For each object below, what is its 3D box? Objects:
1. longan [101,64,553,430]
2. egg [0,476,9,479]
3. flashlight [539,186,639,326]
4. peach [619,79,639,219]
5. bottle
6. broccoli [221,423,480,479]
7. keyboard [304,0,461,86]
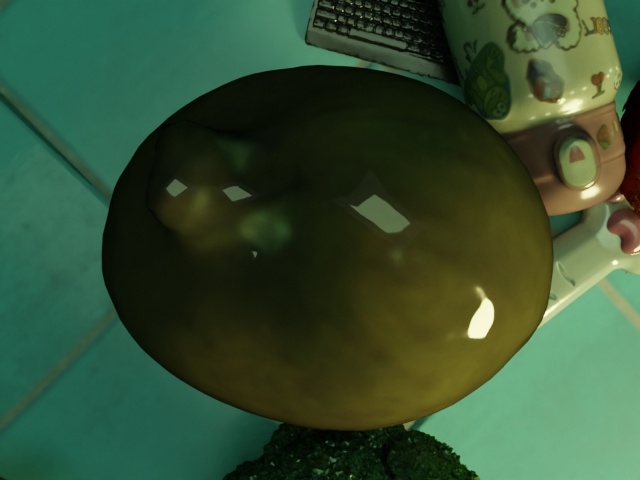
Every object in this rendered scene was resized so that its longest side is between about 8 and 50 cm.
[{"bbox_3d":[0.000,0.000,0.446,0.301,0.300,0.243,3,68,-2],"label":"longan"},{"bbox_3d":[-0.261,0.252,0.513,0.116,0.118,0.140,10,102,-8],"label":"egg"},{"bbox_3d":[0.211,0.021,0.564,0.201,0.047,0.093,-33,91,-2],"label":"flashlight"},{"bbox_3d":[0.292,-0.096,0.527,0.092,0.127,0.172,37,91,2],"label":"peach"},{"bbox_3d":[0.163,-0.144,0.511,0.121,0.120,0.253,-19,95,-2],"label":"bottle"},{"bbox_3d":[0.031,0.259,0.483,0.270,0.270,0.269,28,89,-32],"label":"broccoli"},{"bbox_3d":[0.089,-0.180,0.573,0.197,0.015,0.074,15,91,-2],"label":"keyboard"}]
